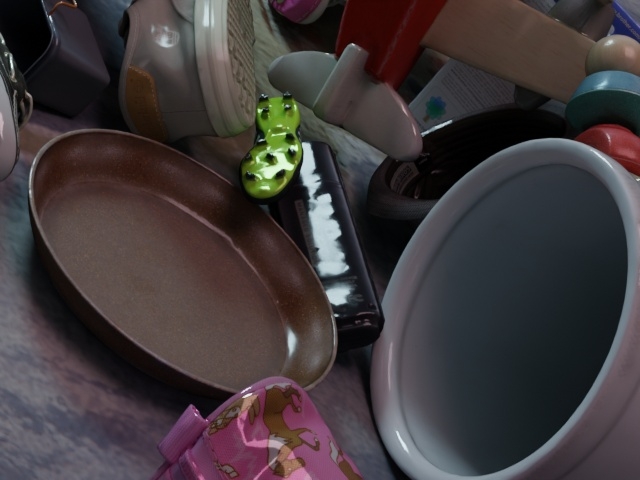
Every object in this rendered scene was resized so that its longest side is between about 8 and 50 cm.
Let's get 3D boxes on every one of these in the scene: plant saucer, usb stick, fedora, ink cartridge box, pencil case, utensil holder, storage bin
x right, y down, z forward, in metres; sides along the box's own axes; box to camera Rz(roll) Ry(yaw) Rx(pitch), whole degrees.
[{"bbox_3d":[-0.124,0.028,1.520,0.311,0.050,0.310,31,28,-19],"label":"plant saucer"},{"bbox_3d":[0.000,0.000,1.701,0.077,0.045,0.278,-10,42,-6],"label":"usb stick"},{"bbox_3d":[0.180,-0.044,1.840,0.244,0.275,0.124,-36,113,-28],"label":"fedora"},{"bbox_3d":[0.228,-0.158,1.950,0.065,0.311,0.186,-9,55,-53],"label":"ink cartridge box"},{"bbox_3d":[0.030,0.277,1.234,0.160,0.167,0.386,-29,68,-27],"label":"pencil case"},{"bbox_3d":[0.294,0.130,1.607,0.385,0.327,0.327,26,31,-32],"label":"utensil holder"},{"bbox_3d":[-0.250,-0.185,1.639,0.091,0.098,0.135,28,28,-44],"label":"storage bin"}]

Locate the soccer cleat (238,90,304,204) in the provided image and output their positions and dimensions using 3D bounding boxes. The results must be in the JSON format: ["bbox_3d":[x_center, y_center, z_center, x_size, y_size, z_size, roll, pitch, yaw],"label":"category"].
[{"bbox_3d":[-0.042,-0.075,1.691,0.060,0.072,0.179,-3,33,6],"label":"soccer cleat"}]

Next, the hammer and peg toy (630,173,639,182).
[{"bbox_3d":[0.372,-0.051,2.054,0.361,0.127,0.266,-82,160,-58],"label":"hammer and peg toy"}]

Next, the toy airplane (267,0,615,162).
[{"bbox_3d":[0.115,-0.273,1.834,0.272,0.384,0.386,-23,93,-54],"label":"toy airplane"}]

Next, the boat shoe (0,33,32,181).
[{"bbox_3d":[-0.283,-0.127,1.518,0.070,0.078,0.219,16,35,-37],"label":"boat shoe"}]

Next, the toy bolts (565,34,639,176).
[{"bbox_3d":[0.313,-0.090,1.703,0.228,0.218,0.158,26,61,-31],"label":"toy bolts"}]

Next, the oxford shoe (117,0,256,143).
[{"bbox_3d":[-0.138,-0.231,1.800,0.449,0.130,0.169,-91,166,-59],"label":"oxford shoe"}]

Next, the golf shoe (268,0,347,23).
[{"bbox_3d":[0.013,-0.336,2.166,0.140,0.115,0.306,35,28,-19],"label":"golf shoe"}]
